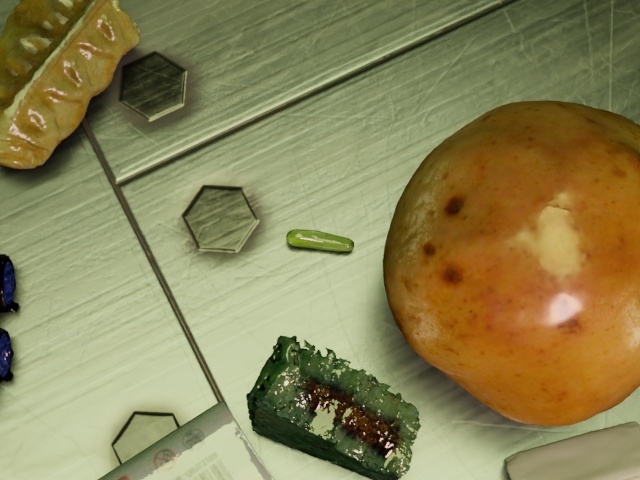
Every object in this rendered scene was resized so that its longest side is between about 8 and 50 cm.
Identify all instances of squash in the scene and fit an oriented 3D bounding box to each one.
[{"bbox_3d":[0.000,0.000,1.728,0.089,0.027,0.027,10,75,-4],"label":"squash"}]

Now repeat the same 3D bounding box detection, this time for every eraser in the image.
[{"bbox_3d":[-0.168,0.325,1.608,0.227,0.081,0.174,-32,81,-10],"label":"eraser"}]

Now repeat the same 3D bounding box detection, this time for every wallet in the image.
[{"bbox_3d":[0.323,0.278,1.623,0.182,0.124,0.032,-16,117,-4],"label":"wallet"}]

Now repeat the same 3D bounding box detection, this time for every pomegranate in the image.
[{"bbox_3d":[0.241,0.020,1.569,0.410,0.410,0.410,0,75,-1],"label":"pomegranate"}]

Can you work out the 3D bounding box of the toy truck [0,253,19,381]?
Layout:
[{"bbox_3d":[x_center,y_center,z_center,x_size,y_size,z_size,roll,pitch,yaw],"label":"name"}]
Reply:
[{"bbox_3d":[-0.462,0.088,1.616,0.161,0.177,0.213,-1,75,0],"label":"toy truck"}]

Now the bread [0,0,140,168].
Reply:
[{"bbox_3d":[-0.356,-0.216,1.728,0.152,0.130,0.268,32,78,3],"label":"bread"}]

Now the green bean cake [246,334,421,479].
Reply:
[{"bbox_3d":[0.022,0.202,1.590,0.208,0.193,0.107,25,70,4],"label":"green bean cake"}]
